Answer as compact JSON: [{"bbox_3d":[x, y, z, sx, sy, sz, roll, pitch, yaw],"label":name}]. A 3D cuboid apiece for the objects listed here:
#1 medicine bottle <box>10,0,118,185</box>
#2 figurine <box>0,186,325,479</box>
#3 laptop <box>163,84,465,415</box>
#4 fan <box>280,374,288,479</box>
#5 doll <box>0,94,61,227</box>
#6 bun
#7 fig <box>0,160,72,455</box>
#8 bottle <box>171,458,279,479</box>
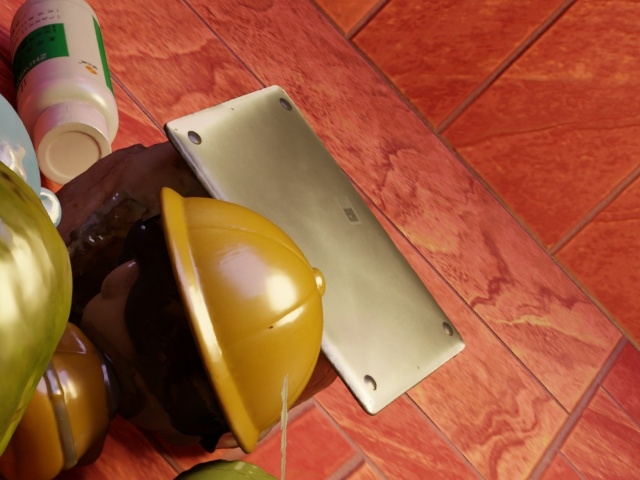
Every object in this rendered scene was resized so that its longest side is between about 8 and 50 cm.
[{"bbox_3d":[-0.241,-0.144,1.688,0.095,0.095,0.260,36,17,-29],"label":"medicine bottle"},{"bbox_3d":[-0.114,0.077,1.219,0.167,0.256,0.192,31,-37,43],"label":"figurine"},{"bbox_3d":[0.000,0.000,1.389,0.269,0.015,0.187,54,30,5],"label":"laptop"},{"bbox_3d":[-0.022,0.198,1.095,0.009,0.329,0.191,10,40,8],"label":"fan"},{"bbox_3d":[-0.300,-0.044,1.202,0.314,0.141,0.177,12,75,-48],"label":"doll"},{"bbox_3d":[-0.090,0.026,1.451,0.281,0.205,0.281,43,14,-14],"label":"bun"},{"bbox_3d":[-0.275,0.007,0.991,0.314,0.233,0.233,53,17,5],"label":"fig"},{"bbox_3d":[-0.082,0.218,1.135,0.112,0.112,0.260,46,11,1],"label":"bottle"}]
